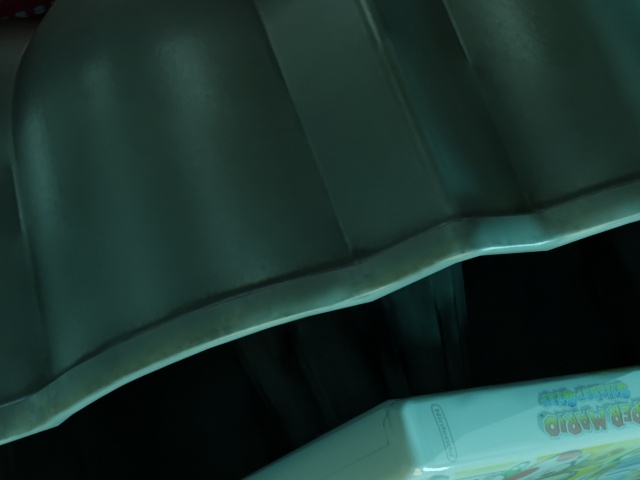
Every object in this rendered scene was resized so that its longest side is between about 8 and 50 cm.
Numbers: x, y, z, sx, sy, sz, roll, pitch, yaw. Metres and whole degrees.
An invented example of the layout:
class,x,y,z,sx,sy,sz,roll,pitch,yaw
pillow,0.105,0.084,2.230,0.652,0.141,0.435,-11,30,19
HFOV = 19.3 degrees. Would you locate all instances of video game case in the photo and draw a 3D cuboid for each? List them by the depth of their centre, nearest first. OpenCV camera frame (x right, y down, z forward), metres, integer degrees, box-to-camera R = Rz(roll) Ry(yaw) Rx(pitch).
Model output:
class,x,y,z,sx,sy,sz,roll,pitch,yaw
video game case,0.029,0.092,0.626,0.206,0.026,0.227,-4,158,-42

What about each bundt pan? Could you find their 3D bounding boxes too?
class,x,y,z,sx,sy,sz,roll,pitch,yaw
bundt pan,0.000,0.000,0.561,0.331,0.124,0.331,-18,164,-5

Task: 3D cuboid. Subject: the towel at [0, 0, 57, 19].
class,x,y,z,sx,sy,sz,roll,pitch,yaw
towel,-0.054,-0.130,0.410,0.199,0.031,0.275,-18,154,-9
